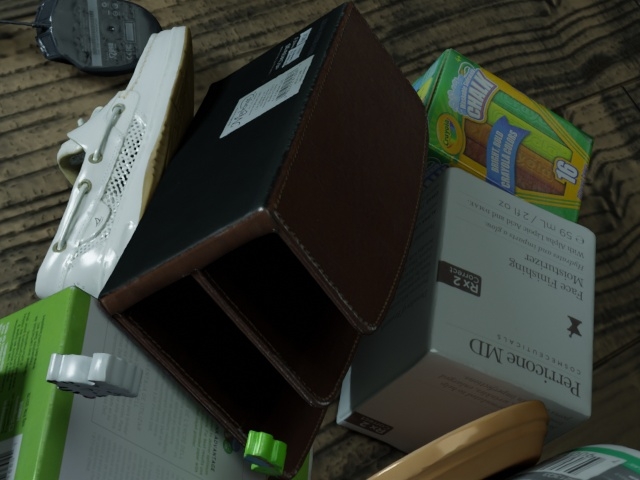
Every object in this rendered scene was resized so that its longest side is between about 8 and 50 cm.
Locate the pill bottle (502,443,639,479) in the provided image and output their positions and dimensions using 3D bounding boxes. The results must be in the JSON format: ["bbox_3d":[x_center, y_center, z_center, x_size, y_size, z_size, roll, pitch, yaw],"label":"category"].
[{"bbox_3d":[0.099,0.274,0.832,0.361,0.204,0.204,-15,69,-41],"label":"pill bottle"}]

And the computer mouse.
[{"bbox_3d":[-0.249,-0.174,1.103,0.242,0.041,0.071,2,77,-24],"label":"computer mouse"}]

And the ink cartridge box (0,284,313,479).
[{"bbox_3d":[-0.123,0.177,0.915,0.255,0.097,0.188,37,43,-38],"label":"ink cartridge box"}]

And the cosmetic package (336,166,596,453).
[{"bbox_3d":[0.122,0.072,1.086,0.151,0.151,0.183,22,52,-18],"label":"cosmetic package"}]

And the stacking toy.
[{"bbox_3d":[-0.101,0.179,0.806,0.221,0.052,0.167,36,58,-48],"label":"stacking toy"}]

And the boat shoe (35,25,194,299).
[{"bbox_3d":[-0.161,-0.066,1.042,0.096,0.098,0.277,6,53,6],"label":"boat shoe"}]

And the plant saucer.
[{"bbox_3d":[0.084,0.181,0.959,0.200,0.200,0.037,-15,68,-37],"label":"plant saucer"}]

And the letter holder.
[{"bbox_3d":[0.000,0.000,0.990,0.214,0.152,0.302,50,31,-21],"label":"letter holder"}]

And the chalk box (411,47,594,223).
[{"bbox_3d":[0.117,-0.071,1.188,0.213,0.132,0.132,30,49,-12],"label":"chalk box"}]
